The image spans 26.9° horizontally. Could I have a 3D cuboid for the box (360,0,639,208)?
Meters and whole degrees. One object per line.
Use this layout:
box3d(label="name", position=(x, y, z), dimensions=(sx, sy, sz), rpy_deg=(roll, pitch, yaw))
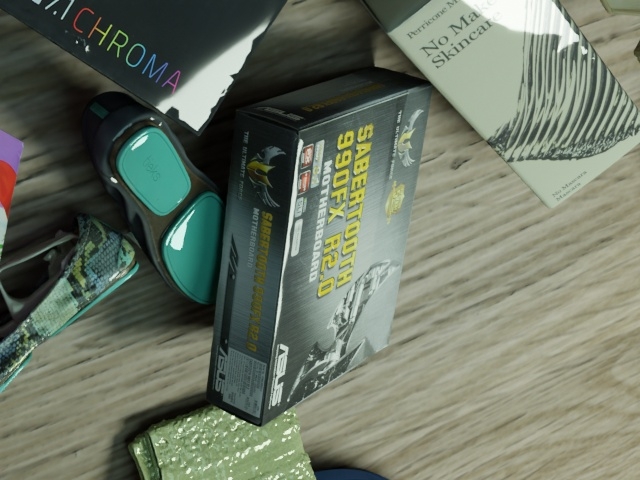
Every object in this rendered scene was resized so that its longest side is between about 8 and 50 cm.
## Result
box3d(label="box", position=(0.139, -0.142, 1.014), dimensions=(0.113, 0.094, 0.275), rpy_deg=(-40, 138, 13))

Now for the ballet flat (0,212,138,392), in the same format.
box3d(label="ballet flat", position=(-0.210, 0.053, 0.906), dimensions=(0.188, 0.070, 0.070), rpy_deg=(-45, 133, -12))

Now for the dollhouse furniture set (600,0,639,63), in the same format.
box3d(label="dollhouse furniture set", position=(0.349, -0.319, 0.993), dimensions=(0.303, 0.174, 0.355), rpy_deg=(47, 69, -41))

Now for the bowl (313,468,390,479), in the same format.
box3d(label="bowl", position=(-0.025, 0.381, 1.214), dimensions=(0.391, 0.077, 0.391), rpy_deg=(-18, 124, -29))

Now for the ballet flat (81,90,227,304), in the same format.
box3d(label="ballet flat", position=(-0.111, -0.031, 0.916), dimensions=(0.074, 0.074, 0.203), rpy_deg=(-42, 146, -12))

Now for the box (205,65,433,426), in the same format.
box3d(label="box", position=(0.000, 0.000, 0.995), dimensions=(0.183, 0.056, 0.231), rpy_deg=(-24, 129, -52))

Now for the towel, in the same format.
box3d(label="towel", position=(-0.076, 0.179, 1.074), dimensions=(0.148, 0.027, 0.110), rpy_deg=(-19, 100, -30))

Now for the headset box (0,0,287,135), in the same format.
box3d(label="headset box", position=(-0.103, -0.247, 0.765), dimensions=(0.246, 0.131, 0.283), rpy_deg=(33, 91, -45))

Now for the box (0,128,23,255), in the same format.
box3d(label="box", position=(-0.268, 0.001, 0.695), dimensions=(0.293, 0.057, 0.201), rpy_deg=(36, 61, -68))
